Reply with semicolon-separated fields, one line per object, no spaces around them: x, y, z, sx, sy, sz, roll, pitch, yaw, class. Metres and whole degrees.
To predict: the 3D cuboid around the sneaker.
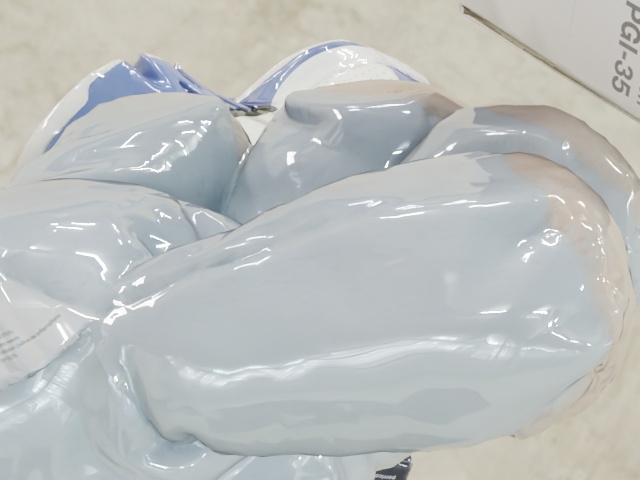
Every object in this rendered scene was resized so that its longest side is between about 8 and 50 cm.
-0.001;0.000;0.740;0.182;0.127;0.315;42;25;16;sneaker

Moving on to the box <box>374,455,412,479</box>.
-0.035;0.139;0.792;0.093;0.158;0.156;10;21;-20;box

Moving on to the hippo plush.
-0.019;0.092;0.429;0.234;0.236;0.294;2;18;25;hippo plush

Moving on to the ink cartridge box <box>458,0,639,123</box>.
0.186;-0.192;0.496;0.283;0.207;0.117;-34;55;-29;ink cartridge box
